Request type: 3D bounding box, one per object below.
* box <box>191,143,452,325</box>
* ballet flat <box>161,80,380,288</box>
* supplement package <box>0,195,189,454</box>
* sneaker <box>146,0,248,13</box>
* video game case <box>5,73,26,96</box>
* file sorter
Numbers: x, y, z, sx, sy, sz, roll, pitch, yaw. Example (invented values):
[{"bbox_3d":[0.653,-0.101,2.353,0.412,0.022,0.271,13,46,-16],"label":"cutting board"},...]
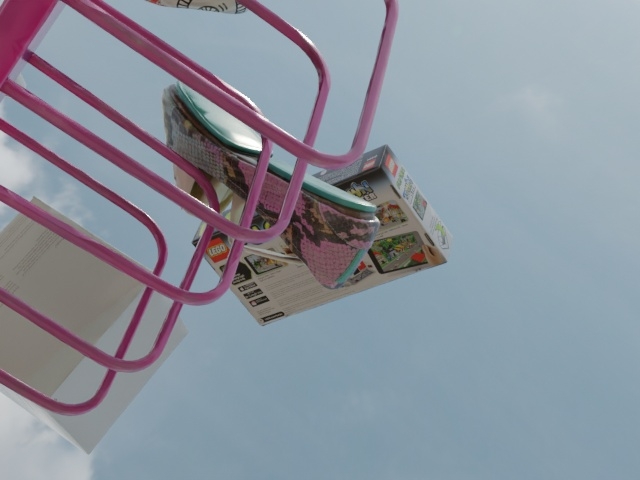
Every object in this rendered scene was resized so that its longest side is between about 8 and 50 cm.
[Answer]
[{"bbox_3d":[0.000,0.000,1.075,0.207,0.036,0.114,-20,-59,30],"label":"box"},{"bbox_3d":[-0.052,-0.036,0.846,0.221,0.077,0.079,36,-75,35],"label":"ballet flat"},{"bbox_3d":[-0.301,0.097,1.397,0.203,0.149,0.194,30,-111,25],"label":"supplement package"},{"bbox_3d":[-0.141,-0.258,0.881,0.270,0.090,0.145,18,-57,-26],"label":"sneaker"},{"bbox_3d":[-0.371,-0.199,1.095,0.173,0.190,0.022,14,-111,7],"label":"video game case"},{"bbox_3d":[-0.114,-0.059,0.702,0.182,0.202,0.290,34,-49,-15],"label":"file sorter"}]
